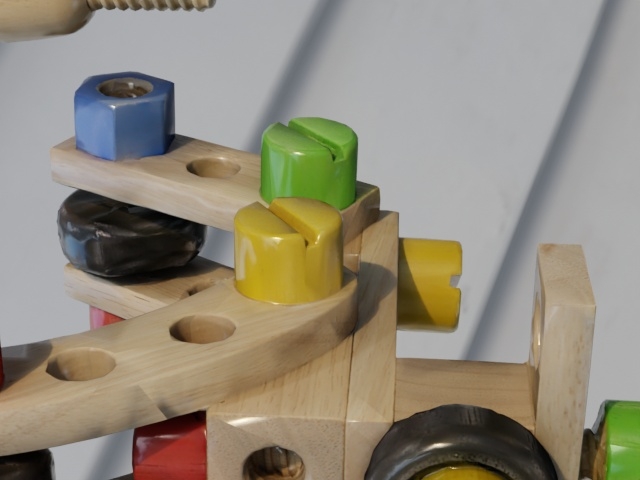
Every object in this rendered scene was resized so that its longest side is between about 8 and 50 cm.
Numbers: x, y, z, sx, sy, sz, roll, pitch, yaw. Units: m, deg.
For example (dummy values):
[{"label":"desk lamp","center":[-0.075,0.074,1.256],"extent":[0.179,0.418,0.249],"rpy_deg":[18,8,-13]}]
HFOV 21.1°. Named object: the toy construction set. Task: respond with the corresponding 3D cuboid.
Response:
[{"label":"toy construction set","center":[0.000,0.000,0.573],"extent":[0.237,0.309,0.257],"rpy_deg":[1,179,10]}]
